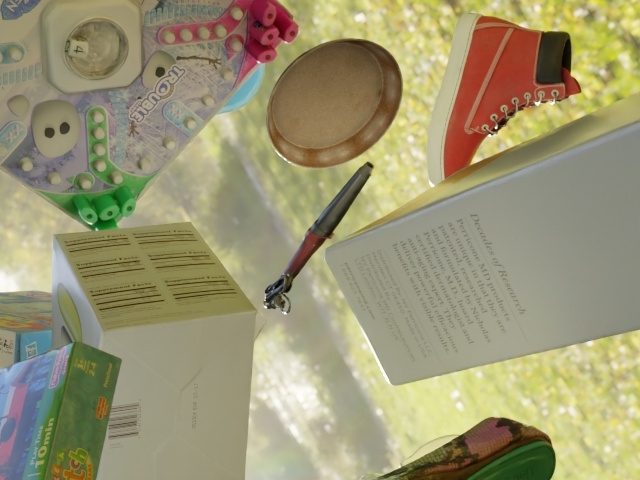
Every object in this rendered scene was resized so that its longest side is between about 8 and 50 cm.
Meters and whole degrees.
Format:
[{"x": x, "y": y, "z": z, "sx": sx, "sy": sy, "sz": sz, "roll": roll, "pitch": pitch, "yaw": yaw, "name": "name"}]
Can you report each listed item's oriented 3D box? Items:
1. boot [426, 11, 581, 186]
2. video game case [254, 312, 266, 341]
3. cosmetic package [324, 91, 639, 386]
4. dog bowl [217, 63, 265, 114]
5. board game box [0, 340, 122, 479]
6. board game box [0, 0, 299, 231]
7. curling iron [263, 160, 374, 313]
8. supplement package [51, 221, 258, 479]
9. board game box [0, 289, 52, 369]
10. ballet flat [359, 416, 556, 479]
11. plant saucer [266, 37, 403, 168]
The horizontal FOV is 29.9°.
[{"x": 0.244, "y": -0.165, "z": 1.581, "sx": 0.176, "sy": 0.244, "sz": 0.088, "roll": 17, "pitch": -169, "yaw": 21, "name": "boot"}, {"x": -0.235, "y": 0.254, "z": 1.793, "sx": 0.036, "sy": 0.329, "sz": 0.300, "roll": 39, "pitch": 156, "yaw": -20, "name": "video game case"}, {"x": 0.234, "y": -0.017, "z": 1.072, "sx": 0.453, "sy": 0.230, "sz": 0.161, "roll": -22, "pitch": 96, "yaw": 52, "name": "cosmetic package"}, {"x": -0.215, "y": -0.265, "z": 1.888, "sx": 0.074, "sy": 0.297, "sz": 0.166, "roll": 32, "pitch": 128, "yaw": 45, "name": "dog bowl"}, {"x": -0.211, "y": 0.160, "z": 0.729, "sx": 0.039, "sy": 0.211, "sz": 0.160, "roll": 29, "pitch": -125, "yaw": -35, "name": "board game box"}, {"x": -0.270, "y": -0.231, "z": 1.449, "sx": 0.390, "sy": 0.390, "sz": 0.050, "roll": 39, "pitch": -174, "yaw": -39, "name": "board game box"}, {"x": 0.000, "y": 0.000, "z": 1.658, "sx": 0.035, "sy": 0.274, "sz": 0.068, "roll": 25, "pitch": -152, "yaw": -23, "name": "curling iron"}, {"x": -0.168, "y": 0.113, "z": 1.166, "sx": 0.203, "sy": 0.149, "sz": 0.194, "roll": -133, "pitch": 43, "yaw": -55, "name": "supplement package"}, {"x": -0.365, "y": 0.126, "z": 1.487, "sx": 0.302, "sy": 0.308, "sz": 0.086, "roll": 0, "pitch": -85, "yaw": -57, "name": "board game box"}, {"x": 0.076, "y": 0.184, "z": 0.872, "sx": 0.079, "sy": 0.221, "sz": 0.077, "roll": 17, "pitch": 119, "yaw": 48, "name": "ballet flat"}, {"x": 0.012, "y": -0.158, "z": 1.351, "sx": 0.029, "sy": 0.168, "sz": 0.168, "roll": 57, "pitch": 173, "yaw": 46, "name": "plant saucer"}]
